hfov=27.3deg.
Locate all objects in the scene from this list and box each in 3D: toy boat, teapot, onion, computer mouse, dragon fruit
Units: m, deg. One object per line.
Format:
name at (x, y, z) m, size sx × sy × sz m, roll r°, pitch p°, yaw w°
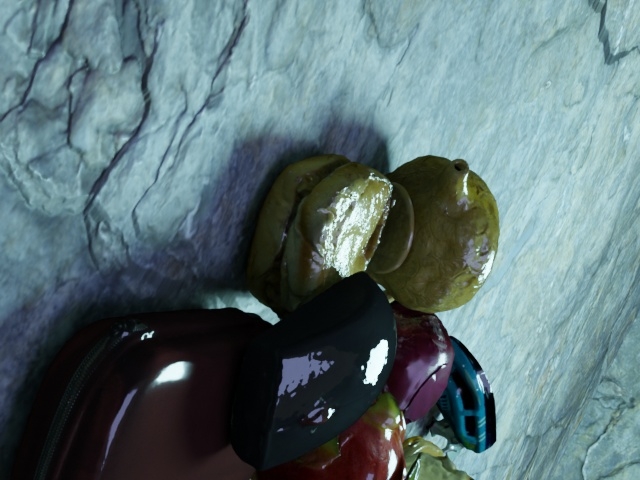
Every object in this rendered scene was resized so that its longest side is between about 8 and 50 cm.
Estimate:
toy boat at (0.230, 0.283, 2.296) m, size 0.092 × 0.134 × 0.299 m, roll -30°, pitch 146°, yaw -11°
teapot at (0.113, -0.005, 1.724) m, size 0.167 × 0.203 × 0.311 m, roll 7°, pitch 142°, yaw -32°
onion at (0.105, 0.167, 1.917) m, size 0.195 × 0.139 × 0.218 m, roll -50°, pitch 150°, yaw -13°
computer mouse at (0.011, 0.147, 1.471) m, size 0.269 × 0.100 × 0.170 m, roll -32°, pitch 137°, yaw -50°
dragon fruit at (0.019, 0.278, 1.728) m, size 0.224 × 0.224 × 0.227 m, roll 69°, pitch 27°, yaw -58°

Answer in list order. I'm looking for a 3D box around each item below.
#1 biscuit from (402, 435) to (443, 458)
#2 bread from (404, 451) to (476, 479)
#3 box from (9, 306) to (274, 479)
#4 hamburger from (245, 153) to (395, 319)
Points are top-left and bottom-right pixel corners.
biscuit at (0.143, 0.416, 2.323) m, size 0.170 × 0.050 × 0.170 m, roll -34°, pitch 142°, yaw -32°
bread at (0.165, 0.593, 2.119) m, size 0.279 × 0.371 × 0.390 m, roll -12°, pitch 128°, yaw -48°
box at (-0.169, 0.196, 1.405) m, size 0.404 × 0.108 × 0.263 m, roll 4°, pitch 109°, yaw -65°
hamburger at (-0.001, 0.001, 1.554) m, size 0.214 × 0.108 × 0.214 m, roll -47°, pitch 152°, yaw -34°
